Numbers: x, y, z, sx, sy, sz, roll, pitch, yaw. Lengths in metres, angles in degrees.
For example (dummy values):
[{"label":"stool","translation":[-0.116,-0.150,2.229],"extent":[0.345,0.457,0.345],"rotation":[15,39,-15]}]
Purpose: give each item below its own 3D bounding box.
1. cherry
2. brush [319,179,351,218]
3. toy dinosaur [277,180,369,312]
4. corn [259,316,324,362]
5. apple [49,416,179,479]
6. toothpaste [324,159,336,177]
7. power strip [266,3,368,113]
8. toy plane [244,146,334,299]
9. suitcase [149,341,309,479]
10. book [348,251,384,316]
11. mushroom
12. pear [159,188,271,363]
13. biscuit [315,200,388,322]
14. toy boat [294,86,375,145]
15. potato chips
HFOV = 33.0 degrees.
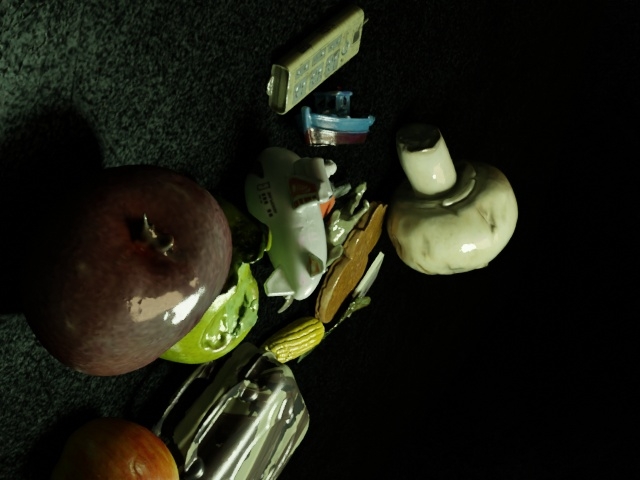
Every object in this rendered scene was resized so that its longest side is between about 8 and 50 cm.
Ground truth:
[{"label":"cherry","translation":[-0.233,0.041,1.279],"extent":[0.261,0.221,0.307],"rotation":[-38,163,-36]},{"label":"brush","translation":[-0.041,-0.049,1.911],"extent":[0.323,0.051,0.070],"rotation":[-31,138,-51]},{"label":"toy dinosaur","translation":[0.007,0.004,2.011],"extent":[0.294,0.077,0.162],"rotation":[-45,179,-13]},{"label":"corn","translation":[-0.056,0.203,2.181],"extent":[0.206,0.067,0.067],"rotation":[-26,140,-59]},{"label":"apple","translation":[-0.297,0.351,1.600],"extent":[0.160,0.173,0.195],"rotation":[-54,164,-15]},{"label":"toothpaste","translation":[-0.031,-0.103,1.887],"extent":[0.190,0.031,0.048],"rotation":[-31,147,-51]},{"label":"power strip","translation":[0.004,-0.295,1.698],"extent":[0.268,0.034,0.092],"rotation":[-45,155,-40]},{"label":"toy plane","translation":[-0.055,-0.028,1.670],"extent":[0.118,0.252,0.252],"rotation":[1,121,-33]},{"label":"suitcase","translation":[-0.185,0.338,1.853],"extent":[0.351,0.194,0.339],"rotation":[-55,154,-23]},{"label":"book","translation":[0.101,0.103,2.477],"extent":[0.127,0.014,0.181],"rotation":[-56,172,-17]},{"label":"mushroom","translation":[0.264,-0.105,2.316],"extent":[0.314,0.315,0.336],"rotation":[-50,135,-32]},{"label":"pear","translation":[-0.186,0.095,1.557],"extent":[0.238,0.164,0.255],"rotation":[-49,159,-39]},{"label":"biscuit","translation":[0.062,0.043,2.301],"extent":[0.288,0.044,0.202],"rotation":[-68,164,15]},{"label":"toy boat","translation":[0.022,-0.206,1.784],"extent":[0.223,0.100,0.097],"rotation":[-14,105,-65]},{"label":"potato chips","translation":[0.025,0.195,2.388],"extent":[0.209,0.026,0.142],"rotation":[-40,175,-18]}]
